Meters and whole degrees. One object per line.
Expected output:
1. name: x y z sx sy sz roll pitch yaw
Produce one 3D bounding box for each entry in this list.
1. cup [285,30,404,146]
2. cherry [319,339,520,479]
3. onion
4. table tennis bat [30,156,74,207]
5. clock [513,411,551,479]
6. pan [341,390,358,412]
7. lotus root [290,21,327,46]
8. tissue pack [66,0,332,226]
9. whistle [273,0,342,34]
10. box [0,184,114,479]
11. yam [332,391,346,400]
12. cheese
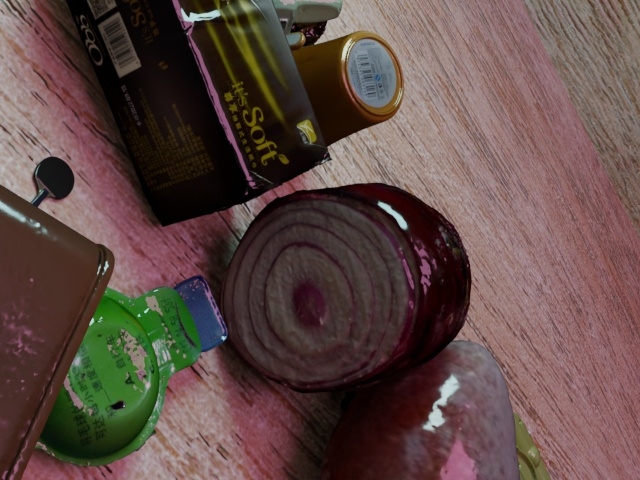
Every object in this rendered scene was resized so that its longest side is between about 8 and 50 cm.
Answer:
1. cup: -0.024 -0.229 1.206 0.226 0.264 0.182 32 64 -34
2. cherry: 0.158 0.330 1.165 0.335 0.291 0.326 -66 145 -33
3. onion: 0.046 0.056 1.109 0.260 0.336 0.282 -10 77 -61
4. table tennis bat: -0.318 -0.065 0.941 0.050 0.007 0.083 51 39 -28
5. clock: 0.339 0.497 1.518 0.235 0.096 0.308 62 38 -15
6. pan: 0.106 0.256 1.353 0.212 0.040 0.115 -30 106 -54
7. lotus root: -0.064 -0.439 1.280 0.314 0.169 0.142 57 47 -53
8. tissue pack: -0.168 -0.227 1.027 0.198 0.210 0.370 -31 106 -43
9. whistle: -0.088 -0.347 1.181 0.253 0.101 0.106 -5 89 -19
10. box: -0.360 0.100 0.618 0.229 0.239 0.340 42 45 -33
11. yam: 0.013 0.198 1.267 0.021 0.021 0.116 -26 98 -55
12. cheese: -0.226 0.133 0.916 0.320 0.083 0.204 -28 97 -52
